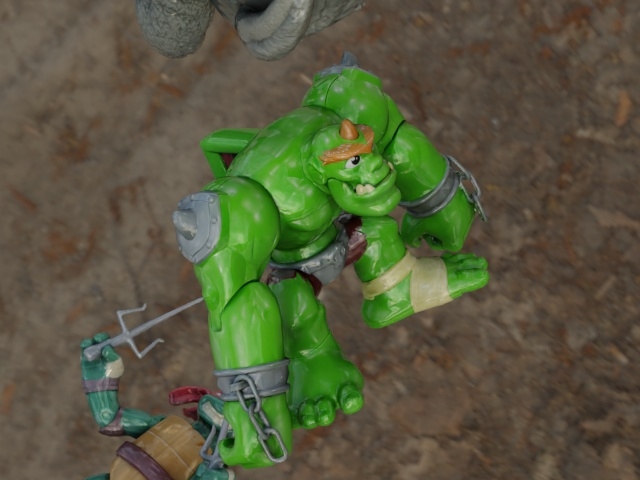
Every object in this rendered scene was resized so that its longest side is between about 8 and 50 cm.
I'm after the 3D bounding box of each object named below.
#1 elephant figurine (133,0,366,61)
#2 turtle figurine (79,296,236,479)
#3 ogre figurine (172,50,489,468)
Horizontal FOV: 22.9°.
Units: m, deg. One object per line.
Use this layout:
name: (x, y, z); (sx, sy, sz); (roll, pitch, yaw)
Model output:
elephant figurine: (-0.005, -0.146, 0.633); (0.169, 0.239, 0.186); (-5, 37, 0)
turtle figurine: (-0.117, 0.156, 1.084); (0.175, 0.118, 0.234); (27, 62, 39)
ogre figurine: (0.000, 0.000, 0.704); (0.197, 0.118, 0.097); (-37, 24, -22)
